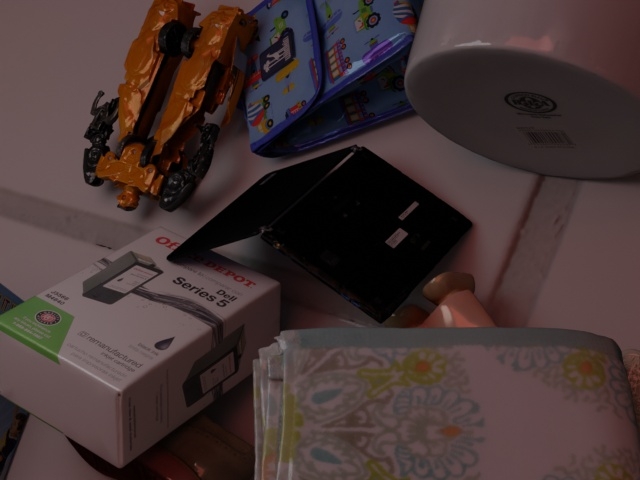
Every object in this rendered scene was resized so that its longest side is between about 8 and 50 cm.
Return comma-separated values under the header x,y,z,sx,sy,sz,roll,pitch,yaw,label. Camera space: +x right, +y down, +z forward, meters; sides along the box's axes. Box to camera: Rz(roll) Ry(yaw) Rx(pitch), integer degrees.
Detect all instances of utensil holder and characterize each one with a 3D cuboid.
x,y,z,sx,sy,sz,roll,pitch,yaw,label
0.288,-0.307,1.594,0.327,0.327,0.385,10,69,25,utensil holder

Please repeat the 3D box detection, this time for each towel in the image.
x,y,z,sx,sy,sz,roll,pitch,yaw,label
0.118,0.228,1.321,0.374,0.090,0.320,0,51,1,towel

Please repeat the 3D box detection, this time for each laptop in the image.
x,y,z,sx,sy,sz,roll,pitch,yaw,label
0.000,0.000,1.657,0.264,0.136,0.234,35,43,10,laptop

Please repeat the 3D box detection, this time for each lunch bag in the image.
x,y,z,sx,sy,sz,roll,pitch,yaw,label
0.009,-0.241,1.804,0.293,0.138,0.221,-27,55,23,lunch bag

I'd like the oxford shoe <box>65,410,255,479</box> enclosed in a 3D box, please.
x,y,z,sx,sy,sz,roll,pitch,yaw,label
-0.213,0.212,1.670,0.130,0.123,0.348,-34,51,-30,oxford shoe

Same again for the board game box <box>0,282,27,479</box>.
x,y,z,sx,sy,sz,roll,pitch,yaw,label
-0.466,0.177,1.650,0.086,0.308,0.302,6,66,26,board game box

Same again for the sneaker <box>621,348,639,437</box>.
x,y,z,sx,sy,sz,roll,pitch,yaw,label
0.328,0.191,1.458,0.058,0.084,0.152,-12,77,8,sneaker

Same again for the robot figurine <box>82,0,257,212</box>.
x,y,z,sx,sy,sz,roll,pitch,yaw,label
-0.194,-0.171,1.827,0.211,0.085,0.291,19,87,33,robot figurine

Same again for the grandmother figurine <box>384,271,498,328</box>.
x,y,z,sx,sy,sz,roll,pitch,yaw,label
0.204,0.192,1.512,0.208,0.104,0.342,-46,56,27,grandmother figurine

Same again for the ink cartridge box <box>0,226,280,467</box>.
x,y,z,sx,sy,sz,roll,pitch,yaw,label
-0.204,0.112,1.613,0.198,0.115,0.273,24,38,29,ink cartridge box
